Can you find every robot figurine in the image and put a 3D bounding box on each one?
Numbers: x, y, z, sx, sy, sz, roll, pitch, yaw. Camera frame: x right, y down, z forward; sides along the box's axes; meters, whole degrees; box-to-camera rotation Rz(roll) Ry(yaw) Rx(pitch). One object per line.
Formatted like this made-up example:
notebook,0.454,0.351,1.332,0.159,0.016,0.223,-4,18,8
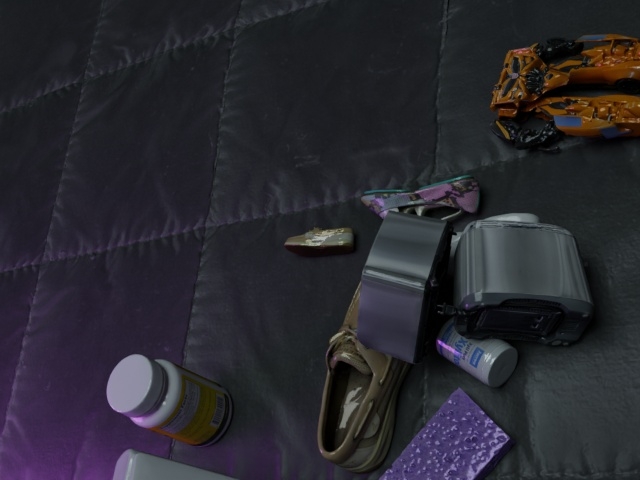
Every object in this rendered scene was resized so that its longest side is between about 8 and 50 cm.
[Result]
robot figurine,0.400,-0.244,1.464,0.291,0.085,0.211,7,69,37

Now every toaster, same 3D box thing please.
toaster,0.276,0.060,1.325,0.226,0.129,0.147,4,57,-2
toaster,0.129,0.061,1.361,0.110,0.186,0.168,13,42,11

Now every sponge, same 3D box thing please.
sponge,0.177,0.332,1.352,0.210,0.031,0.117,-50,49,2

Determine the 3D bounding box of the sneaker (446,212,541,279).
sneaker,0.253,0.023,1.445,0.212,0.080,0.094,-21,67,34

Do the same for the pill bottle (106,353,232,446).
pill bottle,-0.257,0.272,1.574,0.119,0.208,0.119,-17,57,28

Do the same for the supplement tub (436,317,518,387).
supplement tub,0.232,0.164,1.376,0.107,0.071,0.071,31,86,43

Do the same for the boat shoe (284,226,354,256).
boat shoe,0.000,0.000,1.647,0.135,0.050,0.045,-1,62,24

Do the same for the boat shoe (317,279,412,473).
boat shoe,0.072,0.187,1.451,0.121,0.110,0.341,-6,64,33

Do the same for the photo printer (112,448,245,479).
photo printer,-0.173,0.468,1.355,0.107,0.307,0.256,-38,36,50

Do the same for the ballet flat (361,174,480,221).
ballet flat,0.165,-0.057,1.548,0.221,0.077,0.079,-7,82,32
